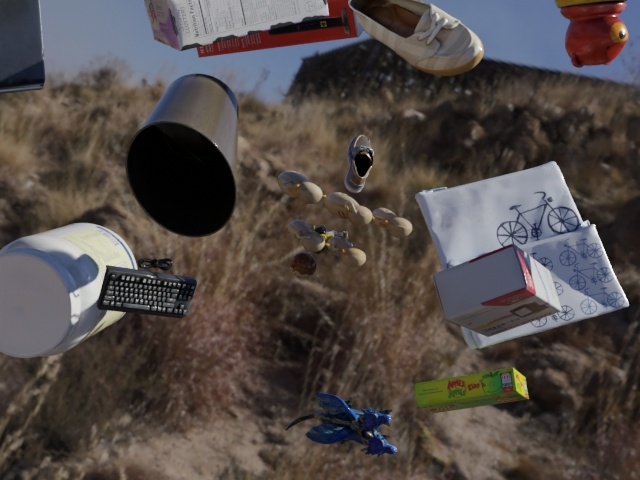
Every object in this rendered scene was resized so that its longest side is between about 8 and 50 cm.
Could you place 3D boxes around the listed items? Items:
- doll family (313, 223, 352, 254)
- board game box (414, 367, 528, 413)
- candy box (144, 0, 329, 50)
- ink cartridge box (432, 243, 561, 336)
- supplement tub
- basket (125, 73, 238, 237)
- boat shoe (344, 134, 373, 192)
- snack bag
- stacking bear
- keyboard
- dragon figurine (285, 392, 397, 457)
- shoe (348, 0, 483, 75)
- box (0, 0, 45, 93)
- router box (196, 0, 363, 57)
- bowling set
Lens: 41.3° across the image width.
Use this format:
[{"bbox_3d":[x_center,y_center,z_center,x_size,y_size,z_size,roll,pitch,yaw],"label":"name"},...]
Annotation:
[{"bbox_3d":[0.000,0.000,2.102,0.111,0.076,0.193,-3,-2,-16],"label":"doll family"},{"bbox_3d":[0.271,0.271,1.526,0.181,0.043,0.092,-13,-24,22],"label":"board game box"},{"bbox_3d":[-0.112,-0.303,1.080,0.196,0.070,0.165,-18,23,-15],"label":"candy box"},{"bbox_3d":[0.262,0.077,1.241,0.175,0.127,0.072,26,46,-55],"label":"ink cartridge box"},{"bbox_3d":[-0.522,0.096,1.695,0.236,0.235,0.325,26,10,3],"label":"supplement tub"},{"bbox_3d":[-0.200,-0.153,1.319,0.226,0.154,0.204,-90,165,-52],"label":"basket"},{"bbox_3d":[0.109,-0.207,2.184,0.066,0.183,0.066,18,-36,-16],"label":"boat shoe"},{"bbox_3d":[0.385,0.015,1.645,0.323,0.342,0.037,-13,-21,-8],"label":"snack bag"},{"bbox_3d":[0.513,-0.472,1.593,0.175,0.288,0.164,-11,12,-36],"label":"stacking bear"},{"bbox_3d":[-0.301,0.080,1.504,0.180,0.108,0.023,11,5,-41],"label":"keyboard"},{"bbox_3d":[0.030,0.318,1.495,0.289,0.085,0.144,5,-13,37],"label":"dragon figurine"},{"bbox_3d":[0.120,-0.280,1.130,0.219,0.076,0.058,34,0,38],"label":"shoe"},{"bbox_3d":[-0.854,-0.414,1.552,0.472,0.297,0.480,7,17,24],"label":"box"},{"bbox_3d":[-0.048,-0.444,1.611,0.301,0.082,0.335,-4,26,15],"label":"router box"},{"bbox_3d":[0.028,0.000,1.642,0.287,0.199,0.154,17,8,-23],"label":"bowling set"}]
